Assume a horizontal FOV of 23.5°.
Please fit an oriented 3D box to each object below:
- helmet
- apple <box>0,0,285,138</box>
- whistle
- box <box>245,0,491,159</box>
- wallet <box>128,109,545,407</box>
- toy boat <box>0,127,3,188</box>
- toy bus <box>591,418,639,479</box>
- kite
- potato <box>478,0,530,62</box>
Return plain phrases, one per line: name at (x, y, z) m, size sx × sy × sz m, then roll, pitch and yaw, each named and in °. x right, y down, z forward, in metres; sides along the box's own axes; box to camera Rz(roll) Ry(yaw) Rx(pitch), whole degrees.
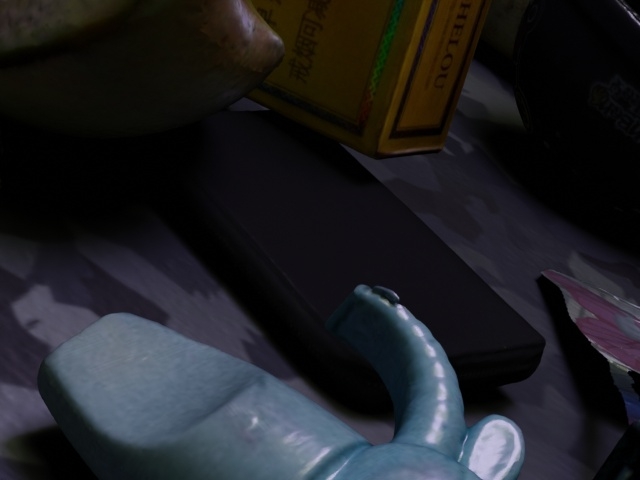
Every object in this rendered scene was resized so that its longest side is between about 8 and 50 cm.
helmet at (0.255, -0.096, 1.177) m, size 0.279 × 0.160 × 0.230 m, roll 44°, pitch 24°, yaw -3°
apple at (-0.136, -0.112, 0.816) m, size 0.265 × 0.120 × 0.193 m, roll 23°, pitch -6°, yaw 32°
whistle at (0.007, 0.115, 0.566) m, size 0.274 × 0.093 × 0.186 m, roll 35°, pitch 50°, yaw 21°
box at (-0.037, -0.195, 0.939) m, size 0.301 × 0.192 × 0.084 m, roll 27°, pitch 19°, yaw 29°
wallet at (0.000, 0.000, 0.849) m, size 0.149 × 0.044 × 0.250 m, roll -5°, pitch 39°, yaw -44°
toy boat at (-0.186, -0.036, 0.746) m, size 0.063 × 0.016 × 0.115 m, roll 20°, pitch 24°, yaw -18°
toy bus at (0.215, 0.196, 0.571) m, size 0.165 × 0.133 × 0.276 m, roll 5°, pitch 31°, yaw -49°
kite at (0.224, 0.090, 0.875) m, size 0.204 × 0.022 × 0.360 m, roll 25°, pitch 14°, yaw -1°
potato at (0.206, -0.246, 1.408) m, size 0.307 × 0.173 × 0.210 m, roll 38°, pitch 27°, yaw 14°
